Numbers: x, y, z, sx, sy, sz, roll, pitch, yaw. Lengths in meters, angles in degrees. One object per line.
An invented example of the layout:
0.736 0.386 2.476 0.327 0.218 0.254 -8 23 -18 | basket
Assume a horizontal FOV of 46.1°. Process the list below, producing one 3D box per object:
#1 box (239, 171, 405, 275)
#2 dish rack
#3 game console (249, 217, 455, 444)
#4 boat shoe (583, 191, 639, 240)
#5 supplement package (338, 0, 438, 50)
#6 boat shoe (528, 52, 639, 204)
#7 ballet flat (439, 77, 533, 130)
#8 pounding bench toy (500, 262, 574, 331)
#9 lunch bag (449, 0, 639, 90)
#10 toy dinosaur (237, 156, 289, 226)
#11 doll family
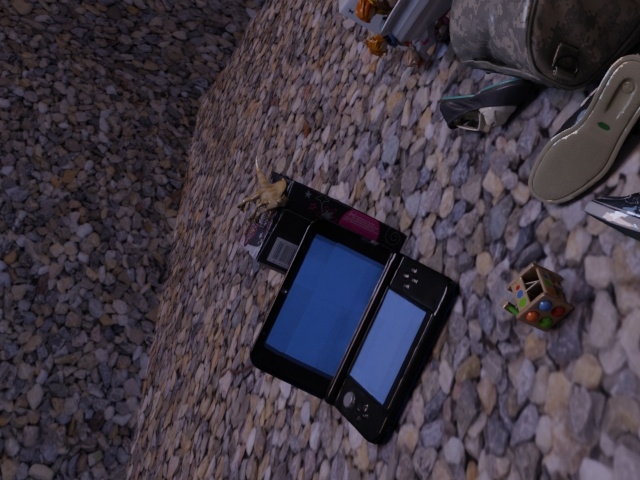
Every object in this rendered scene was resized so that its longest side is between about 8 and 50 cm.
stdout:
0.000 0.000 1.403 0.163 0.247 0.142 -64 21 3 | box
0.266 -0.487 1.324 0.333 0.072 0.285 -44 -2 -22 | dish rack
0.044 0.142 1.245 0.293 0.173 0.250 -66 27 3 | game console
0.382 -0.039 0.837 0.083 0.065 0.183 -64 29 3 | boat shoe
0.172 -0.597 1.667 0.199 0.198 0.262 -48 28 37 | supplement package
0.362 -0.141 0.985 0.079 0.084 0.233 -33 -21 -52 | boat shoe
0.276 -0.219 1.251 0.203 0.074 0.074 -2 67 59 | ballet flat
0.272 0.085 0.967 0.083 0.052 0.065 -50 27 34 | pounding bench toy
0.321 -0.353 1.076 0.256 0.213 0.305 -63 20 12 | lunch bag
-0.097 -0.075 1.321 0.092 0.053 0.183 -47 32 6 | toy dinosaur
0.149 -0.455 1.500 0.118 0.263 0.163 31 79 35 | doll family
